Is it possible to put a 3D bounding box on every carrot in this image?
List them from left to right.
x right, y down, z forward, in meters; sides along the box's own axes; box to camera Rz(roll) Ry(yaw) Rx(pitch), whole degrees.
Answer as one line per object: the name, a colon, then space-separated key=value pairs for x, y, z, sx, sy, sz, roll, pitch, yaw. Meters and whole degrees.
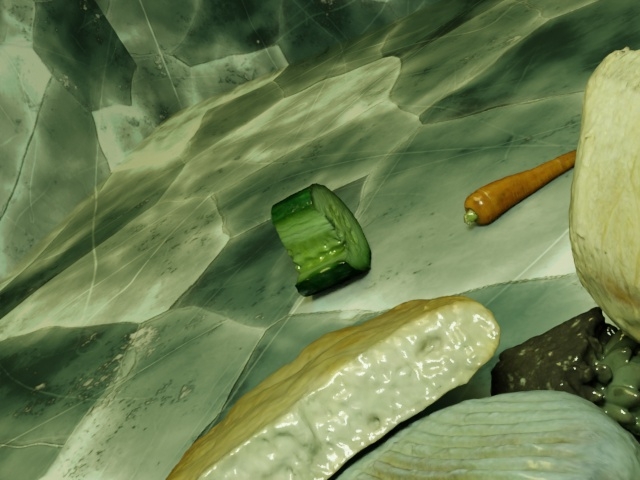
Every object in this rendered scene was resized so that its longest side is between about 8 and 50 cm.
carrot: x=0.351 y=-0.101 z=1.513 sx=0.257 sy=0.061 sz=0.061 roll=-31 pitch=23 yaw=-7

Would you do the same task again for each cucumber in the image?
cucumber: x=0.000 y=-0.004 z=1.599 sx=0.130 sy=0.191 sz=0.191 roll=-26 pitch=24 yaw=12

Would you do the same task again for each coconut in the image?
coconut: x=0.432 y=-0.016 z=0.831 sx=0.404 sy=0.404 sz=0.404 roll=-26 pitch=23 yaw=12

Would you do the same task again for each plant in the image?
plant: x=0.295 y=0.155 z=0.963 sx=0.194 sy=0.129 sz=0.132 roll=-17 pitch=26 yaw=37

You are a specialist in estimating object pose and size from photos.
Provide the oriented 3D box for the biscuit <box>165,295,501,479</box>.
biscuit: x=-0.007 y=0.188 z=1.032 sx=0.429 sy=0.104 sz=0.446 roll=-36 pitch=0 yaw=0

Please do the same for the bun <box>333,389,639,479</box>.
bun: x=0.139 y=0.292 z=0.764 sx=0.362 sy=0.211 sz=0.362 roll=-33 pitch=14 yaw=9
